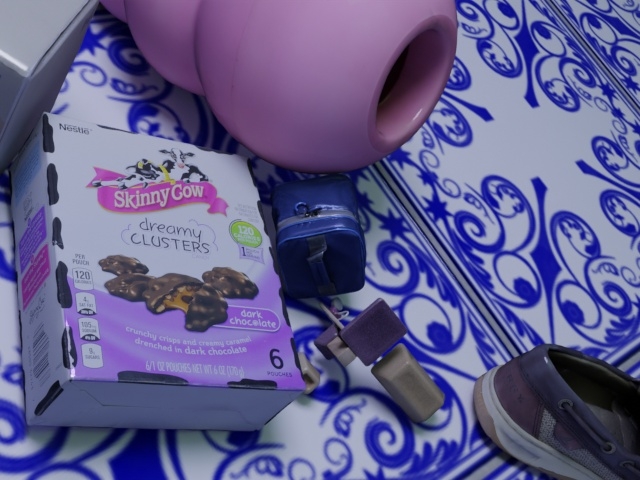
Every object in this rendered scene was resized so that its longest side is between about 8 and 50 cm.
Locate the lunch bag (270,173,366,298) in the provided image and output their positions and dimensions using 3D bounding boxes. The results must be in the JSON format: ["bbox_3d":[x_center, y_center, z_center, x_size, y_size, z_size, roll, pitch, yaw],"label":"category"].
[{"bbox_3d":[0.000,0.000,0.729,0.067,0.098,0.065,-11,56,3],"label":"lunch bag"}]

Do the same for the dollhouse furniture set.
[{"bbox_3d":[0.031,0.100,0.740,0.114,0.091,0.081,51,-4,-23],"label":"dollhouse furniture set"}]

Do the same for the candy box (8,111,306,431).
[{"bbox_3d":[-0.114,0.023,0.646,0.164,0.070,0.196,9,52,-35],"label":"candy box"}]

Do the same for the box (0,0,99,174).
[{"bbox_3d":[-0.313,-0.177,0.614,0.311,0.148,0.121,31,45,-10],"label":"box"}]

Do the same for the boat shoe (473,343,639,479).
[{"bbox_3d":[0.263,0.162,0.796,0.285,0.092,0.103,25,45,-18],"label":"boat shoe"}]

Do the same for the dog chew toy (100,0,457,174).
[{"bbox_3d":[-0.059,-0.192,0.762,0.332,0.207,0.206,32,38,25],"label":"dog chew toy"}]
